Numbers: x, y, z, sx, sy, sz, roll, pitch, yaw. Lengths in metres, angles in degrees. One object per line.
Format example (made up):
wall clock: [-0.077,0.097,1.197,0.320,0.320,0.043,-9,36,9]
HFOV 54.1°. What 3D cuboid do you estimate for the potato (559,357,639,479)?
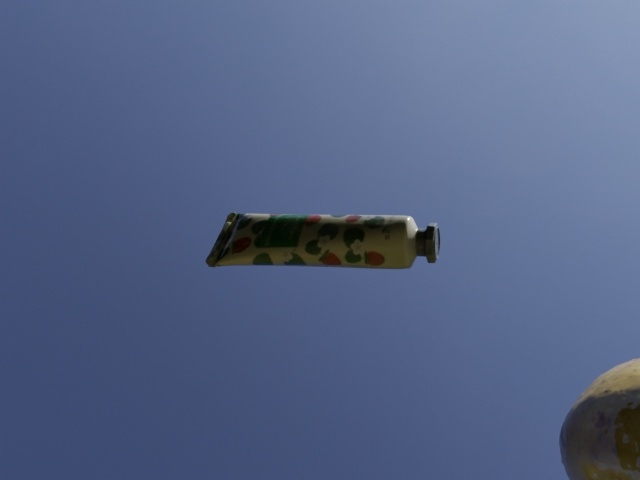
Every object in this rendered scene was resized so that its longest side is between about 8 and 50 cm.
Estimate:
potato: [0.373,0.220,0.660,0.285,0.242,0.242,-15,-88,-36]

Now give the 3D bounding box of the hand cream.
hand cream: [0.000,0.000,0.739,0.276,0.059,0.095,1,-134,19]
